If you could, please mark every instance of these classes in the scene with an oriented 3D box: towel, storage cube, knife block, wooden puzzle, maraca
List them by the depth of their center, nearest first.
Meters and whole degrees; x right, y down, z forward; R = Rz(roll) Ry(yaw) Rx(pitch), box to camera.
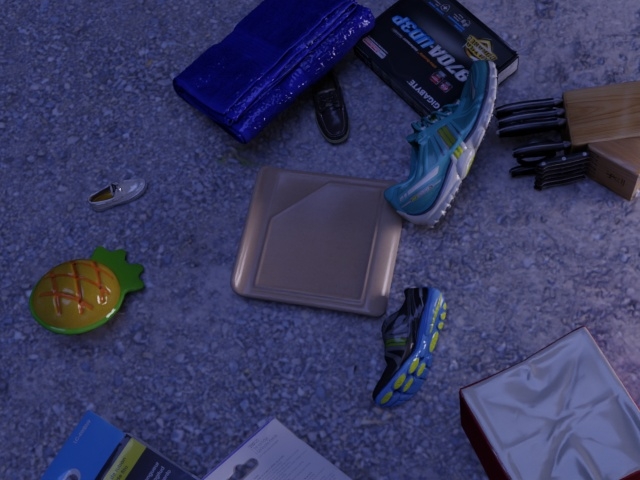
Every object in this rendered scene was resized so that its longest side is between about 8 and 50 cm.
[{"bbox_3d":[0.300,0.253,1.175,0.183,0.193,0.215,-26,64,-3],"label":"storage cube"},{"bbox_3d":[0.411,-0.186,1.402,0.242,0.088,0.276,37,78,21],"label":"knife block"},{"bbox_3d":[-0.356,0.075,1.416,0.127,0.099,0.185,40,52,16],"label":"maraca"},{"bbox_3d":[0.000,0.000,1.420,0.238,0.044,0.221,9,68,8],"label":"wooden puzzle"},{"bbox_3d":[-0.085,-0.314,1.517,0.308,0.076,0.227,-43,49,-10],"label":"towel"}]

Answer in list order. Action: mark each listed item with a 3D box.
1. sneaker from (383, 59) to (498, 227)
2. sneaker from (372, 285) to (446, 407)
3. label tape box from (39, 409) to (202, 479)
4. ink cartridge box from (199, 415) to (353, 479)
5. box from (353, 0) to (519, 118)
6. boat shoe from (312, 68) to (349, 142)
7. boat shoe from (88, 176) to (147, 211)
[{"bbox_3d":[0.188,-0.157,1.390,0.109,0.107,0.275,26,82,3],"label":"sneaker"},{"bbox_3d":[0.119,0.152,1.327,0.078,0.067,0.188,10,69,36],"label":"sneaker"},{"bbox_3d":[-0.232,0.424,1.233,0.347,0.115,0.249,27,73,20],"label":"label tape box"},{"bbox_3d":[-0.042,0.337,1.122,0.208,0.045,0.206,36,38,18],"label":"ink cartridge box"},{"bbox_3d":[0.186,-0.306,1.511,0.175,0.051,0.220,-39,67,-7],"label":"box"},{"bbox_3d":[0.010,-0.230,1.508,0.056,0.049,0.152,-17,64,4],"label":"boat shoe"},{"bbox_3d":[-0.332,-0.080,1.508,0.100,0.035,0.035,-21,65,0],"label":"boat shoe"}]
